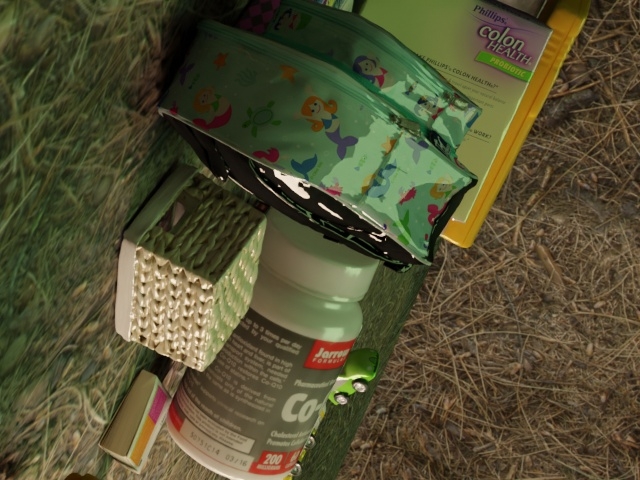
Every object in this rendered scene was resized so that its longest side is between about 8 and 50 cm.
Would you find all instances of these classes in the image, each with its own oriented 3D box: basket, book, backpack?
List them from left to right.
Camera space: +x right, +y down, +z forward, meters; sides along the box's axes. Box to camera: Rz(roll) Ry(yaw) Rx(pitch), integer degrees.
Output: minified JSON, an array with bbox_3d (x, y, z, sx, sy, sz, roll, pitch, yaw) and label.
[{"bbox_3d":[-0.200,0.204,1.760,0.144,0.035,0.096,84,31,-73],"label":"book"},{"bbox_3d":[-0.123,0.030,1.502,0.113,0.103,0.167,-56,168,-36],"label":"basket"},{"bbox_3d":[-0.003,-0.102,1.355,0.253,0.225,0.191,22,95,-40],"label":"backpack"}]

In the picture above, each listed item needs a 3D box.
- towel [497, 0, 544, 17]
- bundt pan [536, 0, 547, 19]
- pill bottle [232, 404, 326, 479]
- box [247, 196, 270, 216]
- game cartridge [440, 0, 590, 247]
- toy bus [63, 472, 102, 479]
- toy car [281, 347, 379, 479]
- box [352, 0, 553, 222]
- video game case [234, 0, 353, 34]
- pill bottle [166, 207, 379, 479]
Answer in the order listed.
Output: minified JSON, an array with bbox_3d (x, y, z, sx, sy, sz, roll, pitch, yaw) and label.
[{"bbox_3d":[0.199,-0.269,2.158,0.374,0.090,0.321,-97,-152,-70],"label":"towel"},{"bbox_3d":[0.327,-0.419,2.445,0.331,0.124,0.331,-160,-90,-88],"label":"bundt pan"},{"bbox_3d":[-0.065,0.270,2.374,0.208,0.119,0.119,-60,169,-23],"label":"pill bottle"},{"bbox_3d":[-0.106,0.024,1.802,0.137,0.027,0.094,-53,167,-47],"label":"box"},{"bbox_3d":[0.250,-0.179,1.948,0.324,0.052,0.285,-63,179,26],"label":"game cartridge"},{"bbox_3d":[-0.291,0.349,1.358,0.333,0.130,0.108,-60,169,-23],"label":"toy bus"},{"bbox_3d":[-0.002,0.208,2.195,0.225,0.053,0.239,-41,-154,40],"label":"toy car"},{"bbox_3d":[0.107,-0.177,1.783,0.117,0.213,0.243,-115,-133,-69],"label":"box"},{"bbox_3d":[-0.030,-0.204,1.571,0.232,0.041,0.210,-59,169,-27],"label":"video game case"},{"bbox_3d":[-0.051,0.116,1.766,0.283,0.161,0.161,-65,170,19],"label":"pill bottle"}]
